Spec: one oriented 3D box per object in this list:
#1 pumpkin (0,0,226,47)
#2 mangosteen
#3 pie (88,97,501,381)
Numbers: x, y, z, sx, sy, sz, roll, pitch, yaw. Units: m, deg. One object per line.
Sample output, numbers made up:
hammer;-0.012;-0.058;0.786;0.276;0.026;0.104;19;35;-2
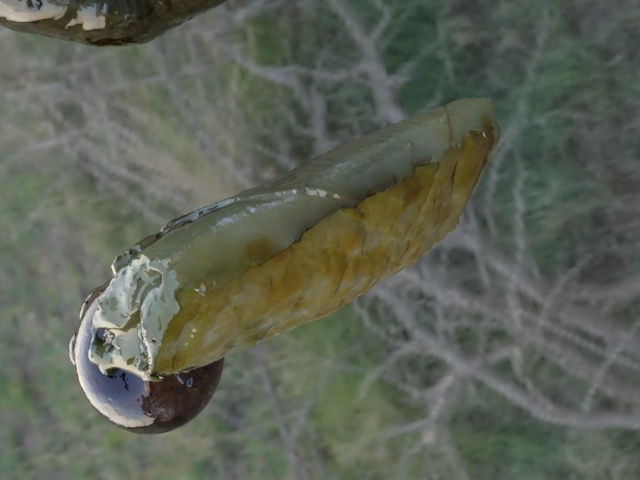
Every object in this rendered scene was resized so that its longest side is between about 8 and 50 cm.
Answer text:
pumpkin;-0.118;-0.216;0.989;0.260;0.260;0.189;114;148;-46
mangosteen;-0.141;0.082;1.375;0.140;0.140;0.140;30;128;48
pie;0.000;0.000;0.992;0.068;0.282;0.128;44;139;22
